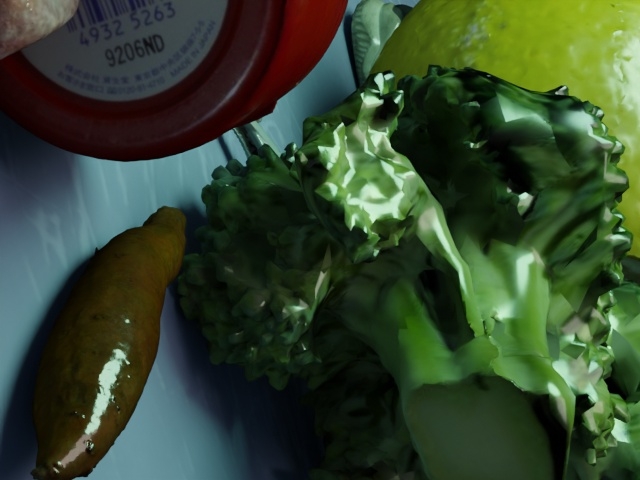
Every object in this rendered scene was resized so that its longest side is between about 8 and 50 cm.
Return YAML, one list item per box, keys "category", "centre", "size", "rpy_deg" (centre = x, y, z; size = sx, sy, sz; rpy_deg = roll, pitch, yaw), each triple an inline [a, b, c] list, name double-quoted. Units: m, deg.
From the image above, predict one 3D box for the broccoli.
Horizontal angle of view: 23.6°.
- category: "broccoli"
  centre: [0.085, 0.057, 0.981]
  size: [0.317, 0.277, 0.338]
  rpy_deg: [29, 44, -72]

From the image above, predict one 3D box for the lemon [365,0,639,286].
- category: "lemon"
  centre: [0.193, -0.088, 1.265]
  size: [0.364, 0.364, 0.364]
  rpy_deg: [-16, 90, -72]

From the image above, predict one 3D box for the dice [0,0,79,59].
- category: "dice"
  centre: [-0.166, -0.123, 0.673]
  size: [0.094, 0.093, 0.091]
  rpy_deg: [-67, 138, -65]

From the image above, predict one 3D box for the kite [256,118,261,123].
- category: "kite"
  centre: [-0.060, -0.239, 1.206]
  size: [0.360, 0.022, 0.204]
  rpy_deg: [-73, 143, -58]

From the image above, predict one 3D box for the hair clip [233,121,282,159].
- category: "hair clip"
  centre: [-0.058, -0.071, 1.065]
  size: [0.115, 0.039, 0.030]
  rpy_deg: [56, 14, -16]

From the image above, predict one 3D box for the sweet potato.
- category: "sweet potato"
  centre: [-0.105, 0.040, 0.780]
  size: [0.264, 0.057, 0.057]
  rpy_deg: [-77, 146, -60]

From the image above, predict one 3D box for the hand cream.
- category: "hand cream"
  centre: [-0.086, -0.140, 0.773]
  size: [0.125, 0.193, 0.193]
  rpy_deg: [-41, 113, -68]

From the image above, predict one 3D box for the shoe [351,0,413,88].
- category: "shoe"
  centre: [0.100, -0.133, 1.438]
  size: [0.099, 0.112, 0.227]
  rpy_deg: [26, 49, -68]
